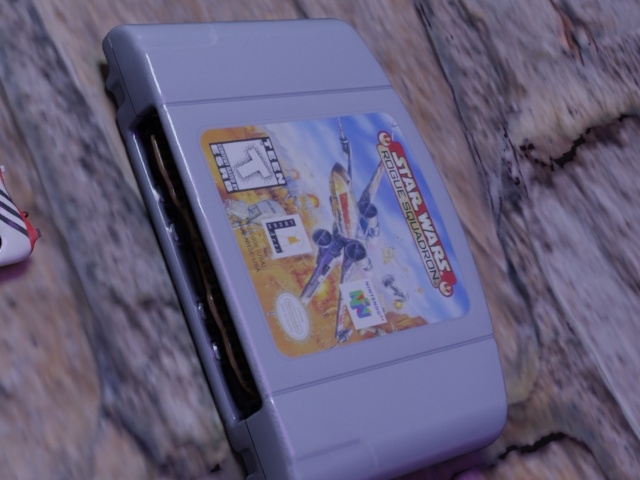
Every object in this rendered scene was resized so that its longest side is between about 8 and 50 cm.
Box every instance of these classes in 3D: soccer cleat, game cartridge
[{"bbox_3d":[-0.179,-0.024,0.704,0.035,0.029,0.083,-34,94,-47],"label":"soccer cleat"},{"bbox_3d":[0.000,0.000,0.815,0.198,0.062,0.297,-12,75,-37],"label":"game cartridge"}]
